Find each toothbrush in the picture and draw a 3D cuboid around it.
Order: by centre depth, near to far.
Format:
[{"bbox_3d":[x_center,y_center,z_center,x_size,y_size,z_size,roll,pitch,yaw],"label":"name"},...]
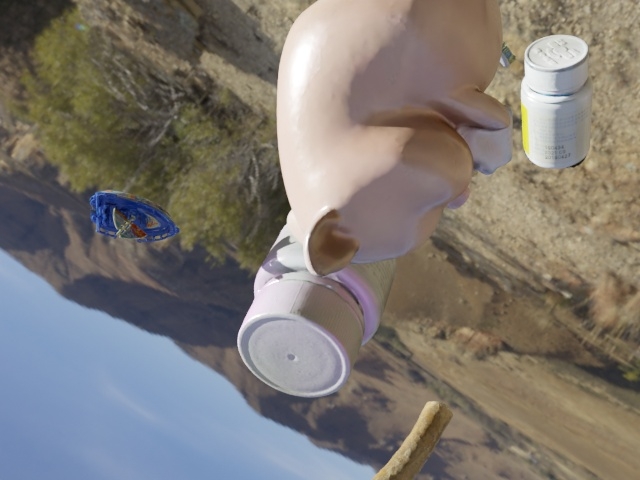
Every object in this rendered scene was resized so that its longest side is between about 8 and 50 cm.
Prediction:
[{"bbox_3d":[0.375,-0.561,1.586,0.413,0.042,0.035,44,-176,-41],"label":"toothbrush"}]

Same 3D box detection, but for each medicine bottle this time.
[{"bbox_3d":[-0.004,0.105,1.213,0.241,0.302,0.241,10,128,13],"label":"medicine bottle"},{"bbox_3d":[0.495,-0.286,1.406,0.143,0.143,0.258,31,153,37],"label":"medicine bottle"}]

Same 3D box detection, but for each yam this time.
[{"bbox_3d":[0.156,0.423,1.263,0.066,0.299,0.066,32,149,23],"label":"yam"}]

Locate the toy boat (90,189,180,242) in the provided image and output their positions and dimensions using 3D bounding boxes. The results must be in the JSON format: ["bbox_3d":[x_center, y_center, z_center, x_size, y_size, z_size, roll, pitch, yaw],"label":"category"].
[{"bbox_3d":[-0.337,-0.029,1.190,0.175,0.091,0.110,12,-151,4],"label":"toy boat"}]

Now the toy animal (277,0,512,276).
[{"bbox_3d":[0.067,-0.108,0.612,0.212,0.256,0.195,-2,-175,-5],"label":"toy animal"}]

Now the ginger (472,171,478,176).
[{"bbox_3d":[0.270,-0.195,1.512,0.205,0.115,0.081,36,-177,23],"label":"ginger"}]
